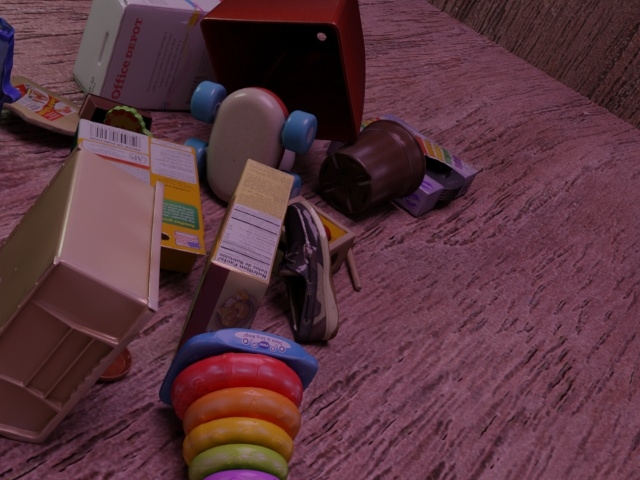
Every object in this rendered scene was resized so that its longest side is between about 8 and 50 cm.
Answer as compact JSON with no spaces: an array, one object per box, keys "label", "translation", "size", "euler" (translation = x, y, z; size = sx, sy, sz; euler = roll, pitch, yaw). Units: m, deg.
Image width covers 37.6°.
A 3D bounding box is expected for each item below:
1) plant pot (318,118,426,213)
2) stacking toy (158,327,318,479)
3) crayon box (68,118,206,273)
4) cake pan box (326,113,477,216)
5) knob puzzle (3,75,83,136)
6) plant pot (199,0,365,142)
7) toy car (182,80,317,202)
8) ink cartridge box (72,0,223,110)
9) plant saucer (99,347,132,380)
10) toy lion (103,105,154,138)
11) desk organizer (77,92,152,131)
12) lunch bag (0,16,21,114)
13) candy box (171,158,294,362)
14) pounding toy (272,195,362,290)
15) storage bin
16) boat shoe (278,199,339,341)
[{"label":"plant pot","translation":[0.094,-0.135,1.842],"size":[0.167,0.167,0.165],"euler":[36,39,19]},{"label":"stacking toy","translation":[-0.096,0.267,1.089],"size":[0.175,0.166,0.302],"euler":[15,46,-20]},{"label":"crayon box","translation":[-0.298,-0.060,1.493],"size":[0.203,0.083,0.323],"euler":[13,31,-20]},{"label":"cake pan box","translation":[0.183,-0.166,2.039],"size":[0.267,0.070,0.246],"euler":[38,34,21]},{"label":"knob puzzle","translation":[-0.482,-0.222,1.657],"size":[0.213,0.030,0.213],"euler":[27,18,-9]},{"label":"plant pot","translation":[-0.038,-0.374,1.807],"size":[0.267,0.267,0.235],"euler":[7,48,19]},{"label":"toy car","translation":[-0.106,-0.180,1.733],"size":[0.219,0.210,0.238],"euler":[19,15,14]},{"label":"ink cartridge box","translation":[-0.304,-0.382,1.858],"size":[0.306,0.226,0.131],"euler":[-3,39,-41]},{"label":"plant saucer","translation":[-0.288,0.154,1.229],"size":[0.083,0.013,0.083],"euler":[19,31,-12]},{"label":"toy lion","translation":[-0.334,-0.185,1.650],"size":[0.100,0.096,0.034],"euler":[25,30,-1]},{"label":"desk organizer","translation":[-0.365,-0.219,1.704],"size":[0.130,0.047,0.050],"euler":[14,26,-40]},{"label":"lunch bag","translation":[-0.602,-0.285,1.485],"size":[0.293,0.221,0.138],"euler":[27,30,4]},{"label":"candy box","translation":[-0.121,0.033,1.373],"size":[0.087,0.183,0.316],"euler":[20,30,-7]},{"label":"pounding toy","translation":[0.010,0.003,1.609],"size":[0.181,0.094,0.206],"euler":[35,31,17]},{"label":"storage bin","translation":[-0.313,0.061,1.122],"size":[0.123,0.260,0.262],"euler":[31,25,-26]},{"label":"boat shoe","translation":[-0.028,0.047,1.450],"size":[0.073,0.080,0.223],"euler":[-6,79,-31]}]
